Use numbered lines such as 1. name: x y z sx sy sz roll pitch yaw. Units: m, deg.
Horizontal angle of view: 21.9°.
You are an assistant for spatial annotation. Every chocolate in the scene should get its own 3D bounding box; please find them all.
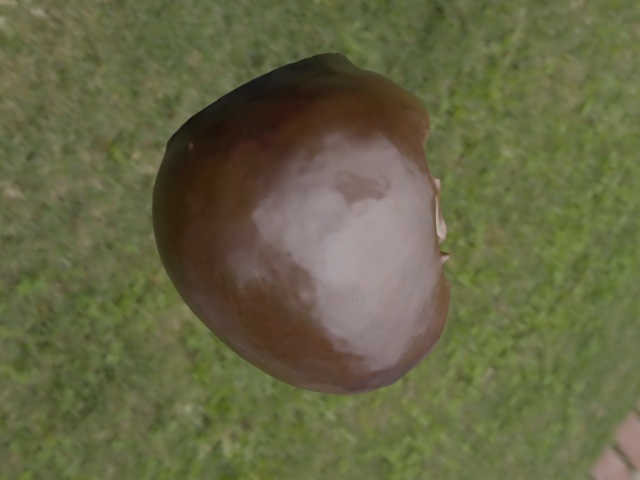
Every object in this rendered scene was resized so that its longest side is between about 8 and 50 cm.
1. chocolate: 0.000 0.000 0.699 0.127 0.133 0.124 -30 169 -18
